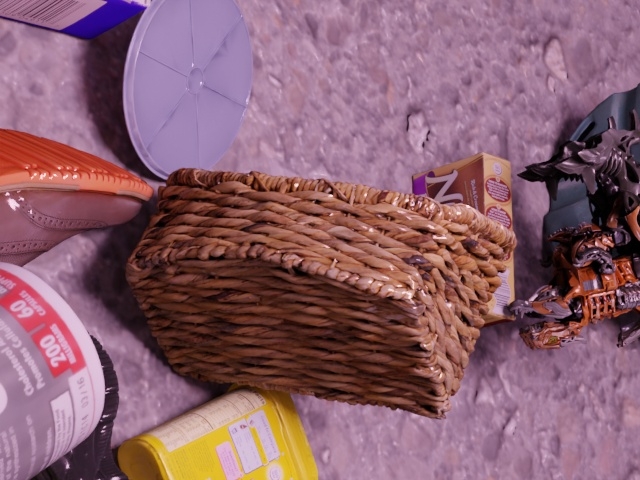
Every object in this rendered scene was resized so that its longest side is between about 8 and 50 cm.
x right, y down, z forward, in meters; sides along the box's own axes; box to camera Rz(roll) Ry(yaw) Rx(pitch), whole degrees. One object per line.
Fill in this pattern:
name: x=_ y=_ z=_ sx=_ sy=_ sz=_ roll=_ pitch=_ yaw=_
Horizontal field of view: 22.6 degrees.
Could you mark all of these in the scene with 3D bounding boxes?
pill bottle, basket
pill bottle: x=-0.305 y=0.143 z=1.148 sx=0.283 sy=0.161 sz=0.161 roll=-35 pitch=103 yaw=-43
basket: x=0.000 y=0.000 z=1.460 sx=0.223 sy=0.299 sz=0.213 roll=-64 pitch=148 yaw=-35

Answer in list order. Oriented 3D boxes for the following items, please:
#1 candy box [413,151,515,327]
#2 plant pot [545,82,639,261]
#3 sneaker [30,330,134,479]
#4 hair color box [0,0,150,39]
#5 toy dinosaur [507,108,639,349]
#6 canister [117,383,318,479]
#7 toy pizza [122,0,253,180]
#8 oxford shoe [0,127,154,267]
candy box: x=0.159 y=0.006 z=1.780 sx=0.053 sy=0.109 sz=0.186 roll=15 pitch=68 yaw=-41
plant pot: x=0.480 y=-0.018 z=1.978 sx=0.334 sy=0.341 sz=0.341 roll=23 pitch=61 yaw=-28
sneaker: x=-0.216 y=0.197 z=1.353 sx=0.109 sy=0.130 sz=0.286 roll=-6 pitch=60 yaw=-31
hair color box: x=-0.263 y=-0.375 z=1.484 sx=0.185 sy=0.110 sz=0.338 roll=9 pitch=69 yaw=-42
toy dinosaur: x=0.331 y=-0.014 z=1.747 sx=0.322 sy=0.164 sz=0.218 roll=-35 pitch=94 yaw=-32
canister: x=-0.095 y=0.210 z=1.489 sx=0.170 sy=0.073 sz=0.126 roll=-22 pitch=93 yaw=-45
toy pizza: x=-0.134 y=-0.157 z=1.559 sx=0.201 sy=0.032 sz=0.201 roll=-24 pitch=120 yaw=-53
oxford shoe: x=-0.290 y=-0.020 z=1.362 sx=0.364 sy=0.130 sz=0.132 roll=-2 pitch=111 yaw=-52
